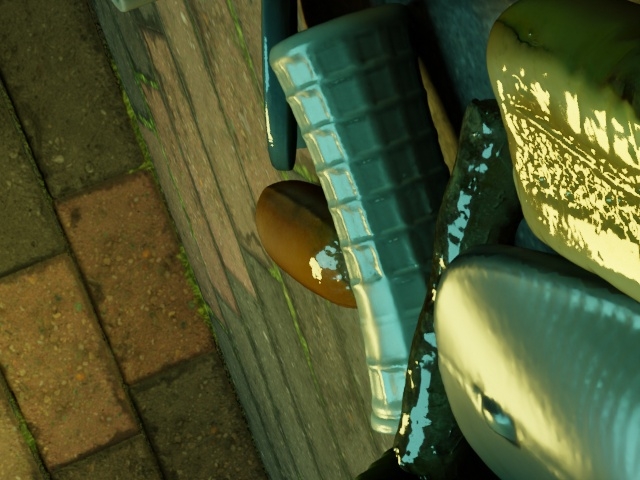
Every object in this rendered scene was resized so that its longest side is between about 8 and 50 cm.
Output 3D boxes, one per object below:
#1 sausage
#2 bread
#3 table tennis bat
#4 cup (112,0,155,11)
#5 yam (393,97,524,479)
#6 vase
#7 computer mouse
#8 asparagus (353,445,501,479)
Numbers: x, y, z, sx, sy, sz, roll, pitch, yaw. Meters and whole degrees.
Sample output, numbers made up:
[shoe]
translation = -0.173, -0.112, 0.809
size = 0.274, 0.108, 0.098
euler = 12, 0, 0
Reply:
[sausage]
translation = 0.000, -0.001, 1.193
size = 0.274, 0.105, 0.105
euler = 31, 142, 68
[bread]
translation = 0.175, -0.022, 0.479
size = 0.305, 0.091, 0.142
euler = 44, 159, 59
[table tennis bat]
translation = -0.029, -0.159, 1.047
size = 0.329, 0.044, 0.215
euler = 81, -172, -75
[cup]
translation = -0.068, -0.278, 0.720
size = 0.185, 0.226, 0.241
euler = 54, 170, 42
[yam]
translation = 0.095, 0.036, 0.751
size = 0.061, 0.061, 0.253
euler = -137, 54, -60
[vase]
translation = 0.060, -0.020, 0.862
size = 0.143, 0.143, 0.299
euler = 180, 71, -76
[computer mouse]
translation = 0.174, 0.115, 0.593
size = 0.331, 0.095, 0.197
euler = 24, 134, 47
[asparagus]
translation = 0.093, 0.191, 0.853
size = 0.382, 0.128, 0.108
euler = -28, -73, -59
